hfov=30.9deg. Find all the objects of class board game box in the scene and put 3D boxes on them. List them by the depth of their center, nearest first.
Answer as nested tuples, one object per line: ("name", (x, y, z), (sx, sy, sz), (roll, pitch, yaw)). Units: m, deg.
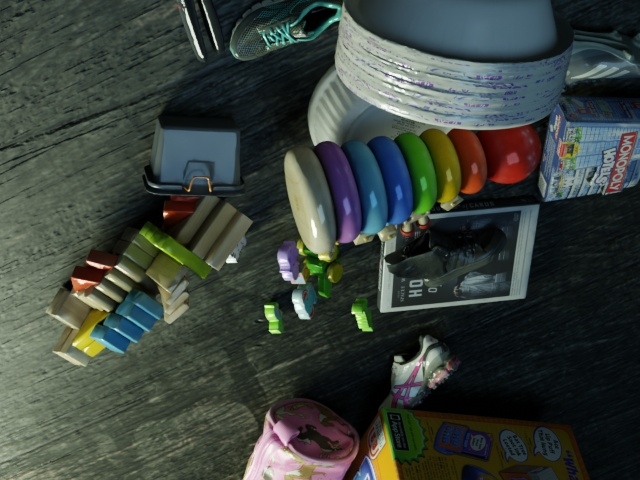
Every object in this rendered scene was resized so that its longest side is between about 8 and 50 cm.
("board game box", (0.423, -0.134, 1.668), (0.194, 0.060, 0.194), (-9, 140, -7))
("board game box", (0.227, 0.531, 1.888), (0.356, 0.356, 0.356), (8, 133, -19))

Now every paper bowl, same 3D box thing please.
("paper bowl", (0.166, -0.259, 1.402), (0.284, 0.284, 0.148), (0, 122, -14))

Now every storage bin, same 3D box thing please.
("storage bin", (-0.166, -0.114, 1.545), (0.135, 0.098, 0.091), (0, 114, -14))

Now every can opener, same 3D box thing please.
("can opener", (-0.156, -0.300, 1.435), (0.059, 0.073, 0.186), (-16, 136, -12))

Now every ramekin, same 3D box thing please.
("ramekin", (0.093, -0.152, 1.568), (0.207, 0.109, 0.207), (-6, 125, -9))

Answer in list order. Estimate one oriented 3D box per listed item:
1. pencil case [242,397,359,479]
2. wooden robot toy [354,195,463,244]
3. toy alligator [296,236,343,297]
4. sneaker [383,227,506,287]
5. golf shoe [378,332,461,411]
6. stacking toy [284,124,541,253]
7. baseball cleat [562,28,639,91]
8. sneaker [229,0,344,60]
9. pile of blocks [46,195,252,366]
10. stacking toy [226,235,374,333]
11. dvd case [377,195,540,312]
("pencil case", (-0.077, 0.436, 1.910), (0.160, 0.167, 0.386), (30, 117, 6))
("wooden robot toy", (0.114, -0.054, 1.667), (0.173, 0.079, 0.076), (-24, 155, -7))
("toy alligator", (0.000, 0.000, 1.690), (0.051, 0.056, 0.189), (-45, 135, -35))
("sneaker", (0.184, 0.014, 1.706), (0.170, 0.051, 0.089), (-30, 130, 12))
("golf shoe", (0.146, 0.223, 1.881), (0.086, 0.067, 0.186), (45, 123, 8))
("stacking toy", (0.128, -0.088, 1.478), (0.330, 0.141, 0.141), (-15, 127, -9))
("baseball cleat", (0.370, -0.244, 1.609), (0.206, 0.072, 0.109), (11, 135, -16))
("sneaker", (-0.040, -0.275, 1.468), (0.166, 0.076, 0.065), (-30, 125, 8))
("pile of blocks", (-0.261, 0.050, 1.595), (0.362, 0.149, 0.113), (-42, 124, 16))
("stacking toy", (-0.033, 0.062, 1.674), (0.167, 0.052, 0.221), (-2, 132, 25))
("dvd case", (0.208, 0.022, 1.768), (0.239, 0.029, 0.179), (-6, 125, -11))
